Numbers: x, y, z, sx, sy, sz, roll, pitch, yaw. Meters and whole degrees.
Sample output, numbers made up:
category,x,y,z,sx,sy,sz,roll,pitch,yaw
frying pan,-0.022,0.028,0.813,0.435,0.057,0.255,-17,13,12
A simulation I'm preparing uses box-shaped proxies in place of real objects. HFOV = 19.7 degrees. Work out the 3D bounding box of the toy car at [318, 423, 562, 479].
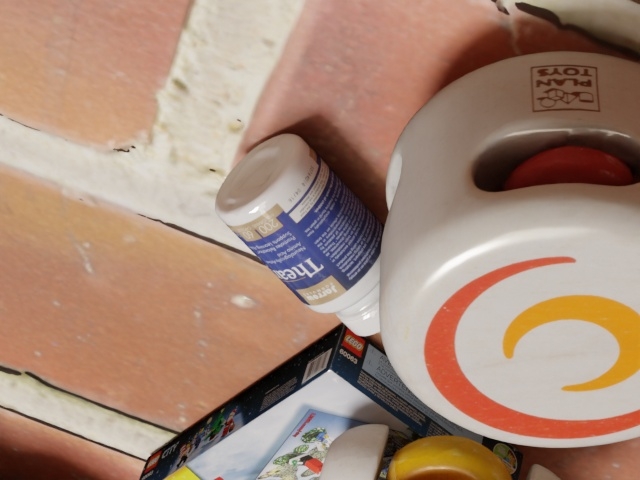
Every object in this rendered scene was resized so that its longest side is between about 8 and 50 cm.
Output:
category,x,y,z,sx,sy,sz,roll,pitch,yaw
toy car,0.067,0.211,1.148,0.159,0.136,0.182,13,136,5

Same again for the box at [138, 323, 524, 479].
category,x,y,z,sx,sy,sz,roll,pitch,yaw
box,0.001,0.162,1.255,0.159,0.044,0.233,37,134,-19

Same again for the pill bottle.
category,x,y,z,sx,sy,sz,roll,pitch,yaw
pill bottle,0.000,0.000,1.077,0.067,0.067,0.120,-24,122,36

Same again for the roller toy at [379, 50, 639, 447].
category,x,y,z,sx,sy,sz,roll,pitch,yaw
roller toy,0.129,0.001,0.976,0.191,0.146,0.209,32,130,-26
